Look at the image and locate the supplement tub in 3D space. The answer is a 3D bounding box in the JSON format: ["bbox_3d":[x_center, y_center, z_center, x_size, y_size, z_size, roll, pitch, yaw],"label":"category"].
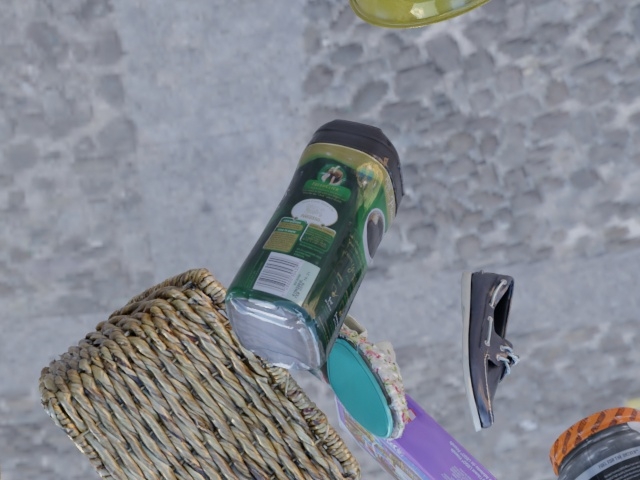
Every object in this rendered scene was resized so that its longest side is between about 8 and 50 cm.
[{"bbox_3d":[0.270,0.240,1.128,0.117,0.190,0.117,-14,142,-11],"label":"supplement tub"}]

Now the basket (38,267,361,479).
[{"bbox_3d":[-0.131,0.196,1.479,0.223,0.299,0.213,-39,-171,-6],"label":"basket"}]

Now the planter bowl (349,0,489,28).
[{"bbox_3d":[0.106,-0.303,1.276,0.217,0.217,0.090,-22,129,15],"label":"planter bowl"}]

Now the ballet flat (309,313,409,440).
[{"bbox_3d":[0.028,0.114,1.403,0.077,0.241,0.091,-18,130,-33],"label":"ballet flat"}]

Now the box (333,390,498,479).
[{"bbox_3d":[0.136,0.283,1.701,0.057,0.293,0.201,-42,159,-14],"label":"box"}]

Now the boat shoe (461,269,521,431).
[{"bbox_3d":[0.192,0.119,1.529,0.065,0.206,0.075,-4,141,8],"label":"boat shoe"}]

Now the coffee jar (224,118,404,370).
[{"bbox_3d":[0.000,0.000,1.030,0.079,0.184,0.096,15,147,20],"label":"coffee jar"}]
